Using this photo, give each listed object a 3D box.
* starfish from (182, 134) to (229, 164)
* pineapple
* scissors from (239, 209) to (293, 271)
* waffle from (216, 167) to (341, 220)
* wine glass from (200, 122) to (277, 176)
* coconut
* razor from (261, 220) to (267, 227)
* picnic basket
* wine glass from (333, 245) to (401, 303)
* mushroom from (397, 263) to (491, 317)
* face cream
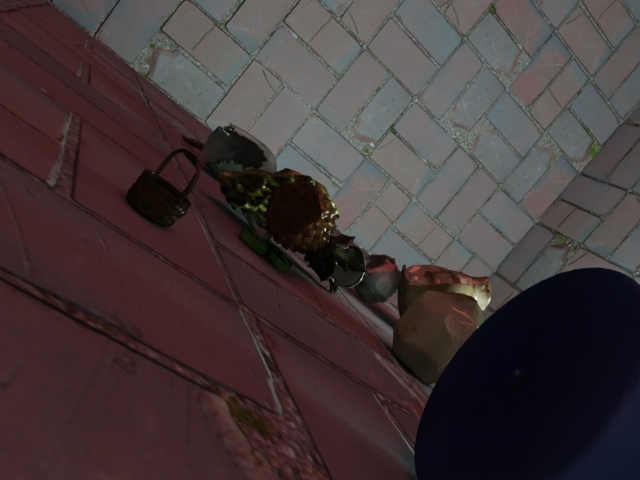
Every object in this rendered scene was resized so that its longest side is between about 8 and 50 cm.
[{"bbox_3d":[-0.263,-0.215,1.593,0.238,0.057,0.213,40,-3,-1],"label":"starfish"},{"bbox_3d":[0.000,0.000,1.045,0.130,0.119,0.277,25,-10,22],"label":"pineapple"},{"bbox_3d":[-0.105,-0.012,1.038,0.101,0.027,0.204,42,5,-25],"label":"scissors"},{"bbox_3d":[-0.078,-0.084,1.139,0.204,0.054,0.223,-1,-18,19],"label":"waffle"},{"bbox_3d":[-0.138,-0.150,1.477,0.321,0.143,0.143,33,8,-40],"label":"wine glass"},{"bbox_3d":[0.216,0.165,1.046,0.161,0.162,0.161,39,5,-4],"label":"coconut"},{"bbox_3d":[-0.073,-0.015,1.305,0.135,0.040,0.068,43,3,-30],"label":"razor"},{"bbox_3d":[-0.164,-0.062,0.674,0.072,0.083,0.072,38,4,-3],"label":"picnic basket"},{"bbox_3d":[0.088,0.070,1.328,0.122,0.122,0.183,42,10,30],"label":"wine glass"},{"bbox_3d":[0.277,0.157,1.390,0.195,0.188,0.253,3,12,-3],"label":"mushroom"},{"bbox_3d":[0.242,0.184,0.522,0.225,0.249,0.249,41,4,-10],"label":"face cream"}]
